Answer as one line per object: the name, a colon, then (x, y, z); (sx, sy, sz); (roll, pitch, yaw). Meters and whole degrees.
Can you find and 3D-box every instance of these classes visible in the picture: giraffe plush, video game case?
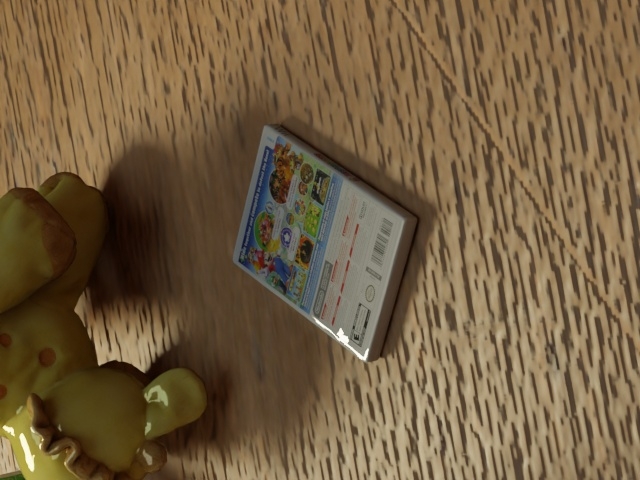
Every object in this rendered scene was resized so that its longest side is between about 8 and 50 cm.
giraffe plush: (-0.159, 0.083, 1.155); (0.170, 0.210, 0.181); (38, 124, 4)
video game case: (0.000, 0.000, 1.059); (0.122, 0.011, 0.087); (35, 121, 40)

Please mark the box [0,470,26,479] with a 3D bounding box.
box: (-0.199, 0.212, 1.245); (0.087, 0.101, 0.102); (31, 118, 41)
